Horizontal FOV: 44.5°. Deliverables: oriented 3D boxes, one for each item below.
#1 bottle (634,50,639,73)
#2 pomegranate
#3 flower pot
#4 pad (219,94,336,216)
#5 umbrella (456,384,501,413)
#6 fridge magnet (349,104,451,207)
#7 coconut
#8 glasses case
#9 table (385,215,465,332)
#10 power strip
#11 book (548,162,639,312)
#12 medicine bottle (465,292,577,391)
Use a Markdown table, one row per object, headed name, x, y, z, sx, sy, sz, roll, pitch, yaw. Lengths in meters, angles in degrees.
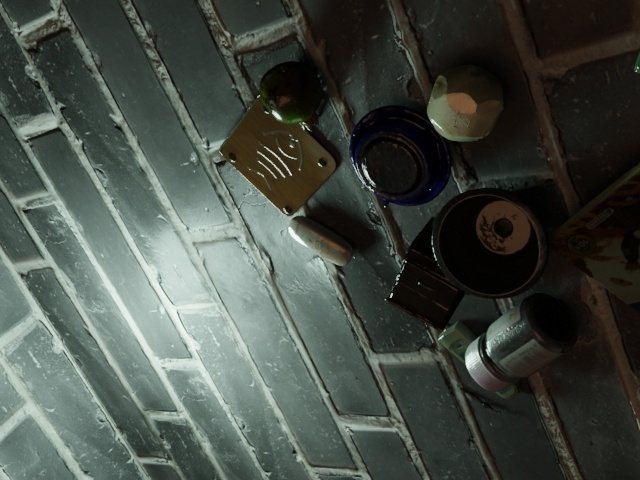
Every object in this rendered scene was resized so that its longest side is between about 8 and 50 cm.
| name | x | y | z | sx | sy | sz | roll | pitch | yaw |
| --- | --- | --- | --- | --- | --- | --- | --- | --- | --- |
| bottle | 0.643 | -0.370 | 1.537 | 0.030 | 0.030 | 0.083 | 23 | 132 | 18 |
| pomegranate | -0.065 | -0.352 | 1.942 | 0.159 | 0.159 | 0.205 | 4 | 148 | 31 |
| flower pot | 0.414 | -0.012 | 1.833 | 0.269 | 0.166 | 0.269 | 10 | 112 | 26 |
| pad | -0.119 | -0.230 | 2.148 | 0.286 | 0.018 | 0.284 | 43 | 134 | -3 |
| umbrella | 0.458 | 0.462 | 2.270 | 0.149 | 0.022 | 0.022 | 31 | 157 | 20 |
| fridge magnet | 0.189 | -0.199 | 1.900 | 0.265 | 0.112 | 0.265 | 16 | 127 | 21 |
| coconut | 0.322 | -0.306 | 1.708 | 0.161 | 0.161 | 0.162 | 31 | 142 | 11 |
| glasses case | 0.000 | 0.000 | 2.209 | 0.204 | 0.051 | 0.081 | 30 | 134 | 12 |
| table | 0.295 | 0.086 | 1.994 | 0.169 | 0.172 | 0.193 | 29 | 133 | 12 |
| power strip | 0.445 | 0.334 | 2.166 | 0.286 | 0.048 | 0.080 | 43 | 135 | -3 |
| book | 0.755 | 0.040 | 1.705 | 0.428 | 0.039 | 0.300 | 34 | 135 | -7 |
| medicine bottle | 0.506 | 0.263 | 1.994 | 0.165 | 0.165 | 0.273 | 41 | 136 | 1 |
